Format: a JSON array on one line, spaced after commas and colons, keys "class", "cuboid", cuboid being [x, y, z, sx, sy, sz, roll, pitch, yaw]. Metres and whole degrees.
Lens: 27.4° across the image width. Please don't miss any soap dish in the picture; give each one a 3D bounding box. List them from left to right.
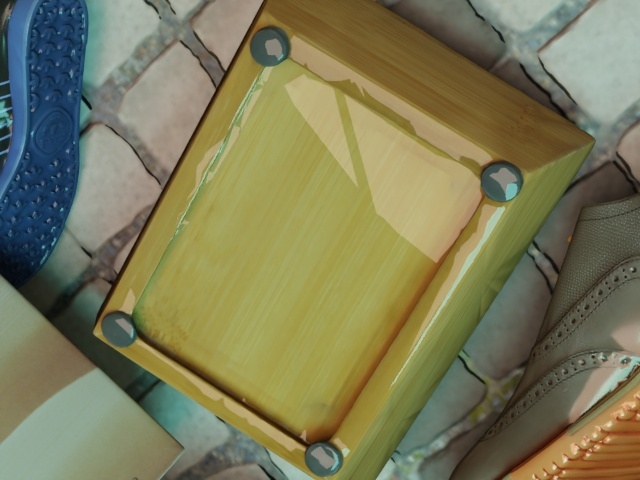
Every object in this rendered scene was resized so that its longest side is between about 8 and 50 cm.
[{"class": "soap dish", "cuboid": [0.000, 0.000, 0.845, 0.229, 0.118, 0.291, 33, 108, 7]}]

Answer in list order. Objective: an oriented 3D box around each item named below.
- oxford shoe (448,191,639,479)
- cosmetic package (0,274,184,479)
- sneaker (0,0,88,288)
[{"class": "oxford shoe", "cuboid": [0.194, 0.056, 0.822, 0.364, 0.130, 0.133, -48, 54, 27]}, {"class": "cosmetic package", "cuboid": [-0.255, 0.099, 0.880, 0.296, 0.153, 0.129, 42, 155, -4]}, {"class": "sneaker", "cuboid": [-0.223, -0.081, 0.918, 0.090, 0.081, 0.232, 26, 113, 29]}]
